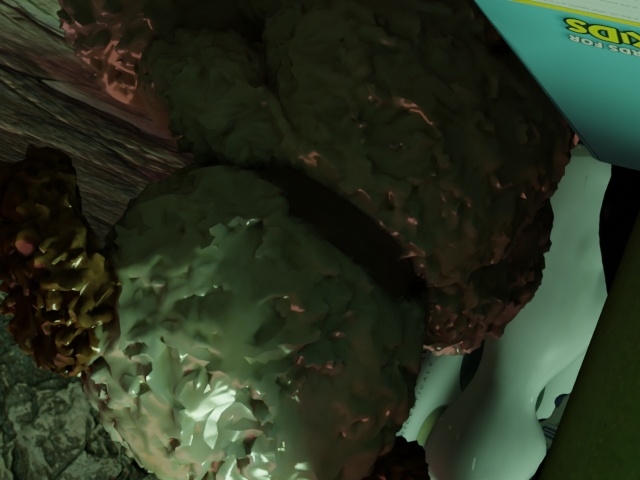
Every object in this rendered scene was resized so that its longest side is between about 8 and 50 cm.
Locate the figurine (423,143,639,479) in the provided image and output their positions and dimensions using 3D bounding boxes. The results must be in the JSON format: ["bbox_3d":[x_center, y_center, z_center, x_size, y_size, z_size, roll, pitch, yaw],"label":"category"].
[{"bbox_3d":[0.123,0.053,0.726,0.092,0.209,0.215,25,172,-16],"label":"figurine"}]

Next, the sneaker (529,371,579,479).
[{"bbox_3d":[0.179,0.110,0.837,0.296,0.131,0.112,-24,143,20],"label":"sneaker"}]

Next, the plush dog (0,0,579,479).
[{"bbox_3d":[0.000,0.000,0.582,0.262,0.225,0.210,39,158,-22],"label":"plush dog"}]

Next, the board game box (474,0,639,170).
[{"bbox_3d":[0.133,-0.082,0.288,0.254,0.079,0.336,16,170,31],"label":"board game box"}]

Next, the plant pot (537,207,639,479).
[{"bbox_3d":[0.190,0.081,0.518,0.276,0.254,0.276,15,166,4],"label":"plant pot"}]

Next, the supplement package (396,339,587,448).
[{"bbox_3d":[0.051,0.058,0.977,0.198,0.199,0.263,15,169,38],"label":"supplement package"}]
